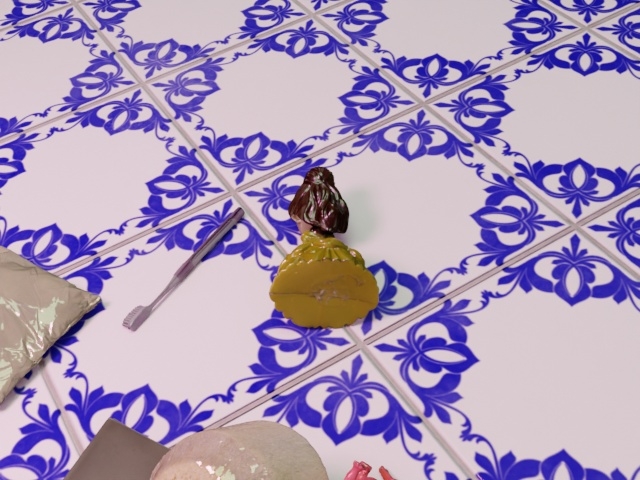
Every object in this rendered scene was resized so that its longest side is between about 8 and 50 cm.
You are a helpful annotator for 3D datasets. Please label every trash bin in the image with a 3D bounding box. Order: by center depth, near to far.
[{"bbox_3d":[-0.312,0.413,1.277,0.164,0.122,0.240,19,53,23],"label":"trash bin"}]

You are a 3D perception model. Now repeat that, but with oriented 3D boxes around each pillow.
[{"bbox_3d":[-0.601,0.145,1.604,0.274,0.076,0.281,22,53,24],"label":"pillow"}]

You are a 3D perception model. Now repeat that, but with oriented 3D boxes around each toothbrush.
[{"bbox_3d":[-0.263,0.049,1.692,0.029,0.024,0.354,16,50,33],"label":"toothbrush"}]

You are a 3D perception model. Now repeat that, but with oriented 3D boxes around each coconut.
[{"bbox_3d":[-0.103,0.374,1.206,0.237,0.266,0.237,-2,85,29],"label":"coconut"}]

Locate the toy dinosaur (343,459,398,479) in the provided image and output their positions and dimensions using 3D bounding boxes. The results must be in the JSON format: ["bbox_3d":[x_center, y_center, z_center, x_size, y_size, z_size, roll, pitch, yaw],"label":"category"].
[{"bbox_3d":[0.052,0.384,1.208,0.070,0.286,0.139,29,82,13],"label":"toy dinosaur"}]

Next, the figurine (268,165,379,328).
[{"bbox_3d":[0.000,0.004,1.637,0.187,0.168,0.315,-15,36,7],"label":"figurine"}]
